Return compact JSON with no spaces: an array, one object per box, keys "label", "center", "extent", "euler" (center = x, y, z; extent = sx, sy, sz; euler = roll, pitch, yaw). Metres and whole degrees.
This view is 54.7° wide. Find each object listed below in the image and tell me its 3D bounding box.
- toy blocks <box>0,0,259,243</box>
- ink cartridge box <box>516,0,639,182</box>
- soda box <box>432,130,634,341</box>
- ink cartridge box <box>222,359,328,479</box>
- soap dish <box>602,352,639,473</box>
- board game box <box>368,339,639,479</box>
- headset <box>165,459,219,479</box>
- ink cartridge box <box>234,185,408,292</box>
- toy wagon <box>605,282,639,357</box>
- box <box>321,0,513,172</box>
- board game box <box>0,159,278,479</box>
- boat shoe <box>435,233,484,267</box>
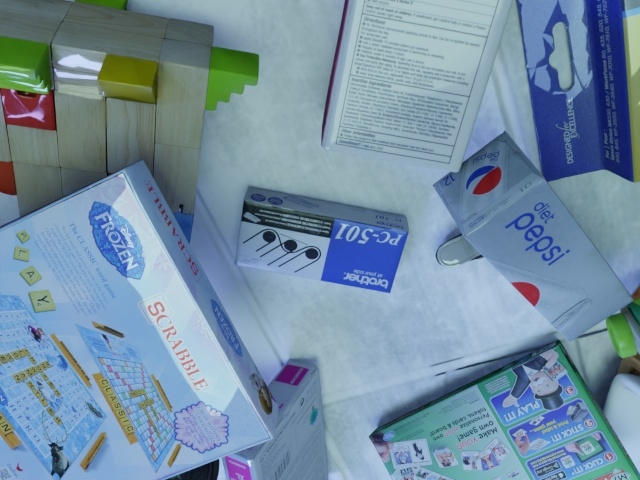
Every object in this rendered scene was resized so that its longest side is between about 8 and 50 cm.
[{"label":"toy blocks","center":[-0.277,-0.119,0.682],"extent":[0.382,0.190,0.261],"euler":[7,133,-12]},{"label":"ink cartridge box","center":[0.377,-0.218,0.643],"extent":[0.307,0.072,0.303],"euler":[-15,118,9]},{"label":"soda box","center":[0.250,0.008,0.707],"extent":[0.098,0.091,0.286],"euler":[-38,132,17]},{"label":"ink cartridge box","center":[-0.055,0.356,0.917],"extent":[0.065,0.186,0.311],"euler":[9,122,26]},{"label":"soap dish","center":[0.500,0.325,0.860],"extent":[0.118,0.229,0.290],"euler":[-13,122,-23]},{"label":"board game box","center":[0.256,0.311,0.896],"extent":[0.317,0.046,0.213],"euler":[-31,80,19]},{"label":"headset","center":[-0.224,0.339,0.824],"extent":[0.394,0.185,0.243],"euler":[46,151,22]},{"label":"ink cartridge box","center":[0.000,0.000,0.794],"extent":[0.207,0.046,0.097],"euler":[10,120,-3]},{"label":"toy wagon","center":[0.487,0.123,0.669],"extent":[0.267,0.344,0.068],"euler":[-19,115,13]},{"label":"box","center":[0.092,-0.206,0.627],"extent":[0.149,0.127,0.232],"euler":[10,119,-4]},{"label":"board game box","center":[-0.255,0.123,0.656],"extent":[0.318,0.066,0.318],"euler":[-23,106,8]},{"label":"boat shoe","center":[0.207,0.002,0.791],"extent":[0.125,0.038,0.046],"euler":[-24,91,3]}]
